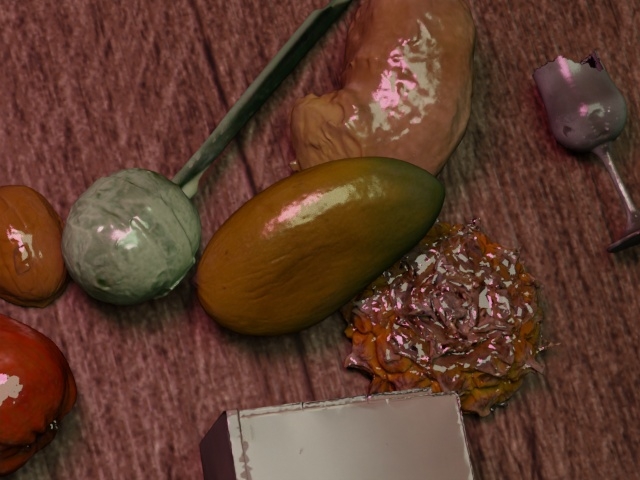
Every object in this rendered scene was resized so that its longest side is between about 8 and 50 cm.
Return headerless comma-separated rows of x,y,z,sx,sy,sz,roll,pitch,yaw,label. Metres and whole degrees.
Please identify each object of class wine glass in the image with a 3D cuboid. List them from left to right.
0.277,-0.091,1.767,0.079,0.079,0.195,-20,79,-18,wine glass

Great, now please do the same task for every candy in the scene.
-0.083,-0.106,1.694,0.119,0.119,0.440,39,60,2,candy

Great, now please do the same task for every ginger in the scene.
0.072,-0.145,1.706,0.152,0.138,0.267,29,70,-12,ginger

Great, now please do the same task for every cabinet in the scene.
0.015,0.217,1.572,0.206,0.145,0.150,-6,74,-15,cabinet

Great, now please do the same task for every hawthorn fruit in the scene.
-0.282,0.124,1.546,0.138,0.133,0.133,37,68,11,hawthorn fruit

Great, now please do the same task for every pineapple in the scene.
0.119,0.066,1.684,0.225,0.076,0.225,4,72,-13,pineapple

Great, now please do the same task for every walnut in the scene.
-0.269,-0.001,1.629,0.091,0.052,0.121,-24,81,-22,walnut

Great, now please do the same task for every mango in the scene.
-0.005,-0.003,1.619,0.237,0.091,0.137,-39,129,4,mango

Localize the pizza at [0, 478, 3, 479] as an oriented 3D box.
-0.434,0.279,1.467,0.392,0.080,0.435,-32,84,-9,pizza
